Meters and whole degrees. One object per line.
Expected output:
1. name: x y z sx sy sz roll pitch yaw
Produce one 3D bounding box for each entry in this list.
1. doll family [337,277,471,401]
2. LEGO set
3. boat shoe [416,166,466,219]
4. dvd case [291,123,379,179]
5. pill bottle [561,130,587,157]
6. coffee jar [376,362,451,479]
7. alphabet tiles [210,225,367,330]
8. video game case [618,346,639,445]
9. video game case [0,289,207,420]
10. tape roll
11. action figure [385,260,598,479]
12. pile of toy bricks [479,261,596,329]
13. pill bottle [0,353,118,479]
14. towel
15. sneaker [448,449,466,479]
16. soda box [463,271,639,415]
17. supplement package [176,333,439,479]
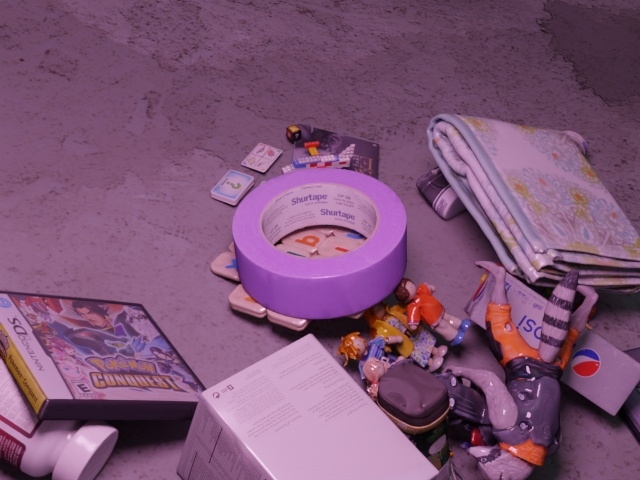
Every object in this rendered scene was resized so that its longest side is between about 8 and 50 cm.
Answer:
1. doll family: 0.114 0.176 1.760 0.163 0.118 0.263 36 47 -11
2. LEGO set: -0.058 -0.132 1.998 0.182 0.060 0.244 20 43 16
3. boat shoe: 0.303 -0.142 2.144 0.301 0.108 0.102 -30 65 -32
4. dvd case: 0.026 -0.123 2.073 0.164 0.018 0.221 14 45 -8
5. pill bottle: 0.474 -0.154 2.234 0.078 0.078 0.137 31 44 10
6. coffee jar: 0.128 0.256 1.533 0.079 0.184 0.096 -34 46 -30
7. alphabet tiles: -0.024 0.042 1.839 0.278 0.021 0.284 16 40 23
8. video game case: 0.595 0.294 1.885 0.196 0.026 0.274 -8 50 -28
9. video game case: -0.310 0.158 1.551 0.275 0.035 0.248 9 26 -44
10. tape roll: 0.000 0.000 1.789 0.275 0.090 0.275 -3 41 2
11. action figure: 0.270 0.197 1.649 0.341 0.178 0.330 17 77 -31
12. pile of toy bricks: 0.396 0.081 1.955 0.212 0.105 0.118 32 44 10
13. pill bottle: -0.387 0.235 1.489 0.221 0.121 0.121 31 44 8
14. towel: 0.382 -0.067 1.950 0.320 0.090 0.374 6 45 -37
15. sneaker: 0.181 0.376 1.605 0.083 0.084 0.215 3 46 -25
16. soda box: 0.376 0.160 1.820 0.286 0.098 0.091 33 5 -3
17. supplement package: -0.024 0.309 1.502 0.199 0.198 0.262 -26 61 -37
